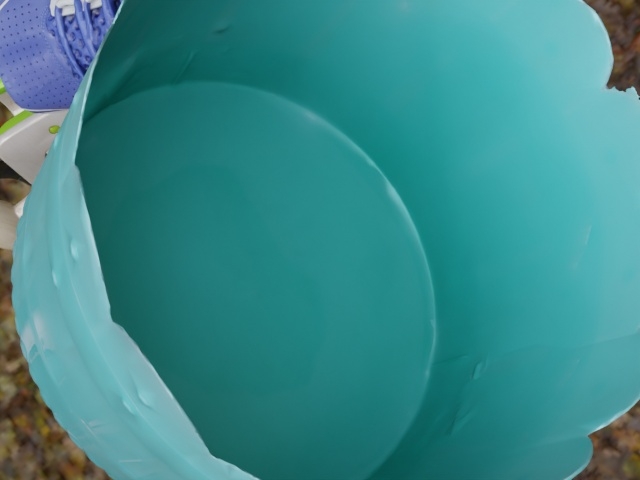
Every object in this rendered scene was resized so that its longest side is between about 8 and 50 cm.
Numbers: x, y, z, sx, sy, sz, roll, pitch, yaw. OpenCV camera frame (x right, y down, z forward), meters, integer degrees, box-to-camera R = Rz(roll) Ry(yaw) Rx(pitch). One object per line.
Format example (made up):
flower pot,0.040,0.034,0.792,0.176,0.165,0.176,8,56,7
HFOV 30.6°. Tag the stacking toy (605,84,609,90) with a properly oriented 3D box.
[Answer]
stacking toy,0.396,-0.072,1.602,0.279,0.130,0.309,76,172,-61

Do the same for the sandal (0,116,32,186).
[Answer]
sandal,-0.463,-0.147,1.768,0.120,0.302,0.086,-48,66,28

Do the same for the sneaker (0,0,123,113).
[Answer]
sneaker,-0.098,-0.152,0.758,0.315,0.182,0.128,-13,114,21

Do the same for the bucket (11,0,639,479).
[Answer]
bucket,0.000,0.000,0.527,0.281,0.281,0.183,55,149,-1

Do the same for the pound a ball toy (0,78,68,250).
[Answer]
pound a ball toy,-0.221,-0.135,1.220,0.319,0.136,0.208,-30,60,6
